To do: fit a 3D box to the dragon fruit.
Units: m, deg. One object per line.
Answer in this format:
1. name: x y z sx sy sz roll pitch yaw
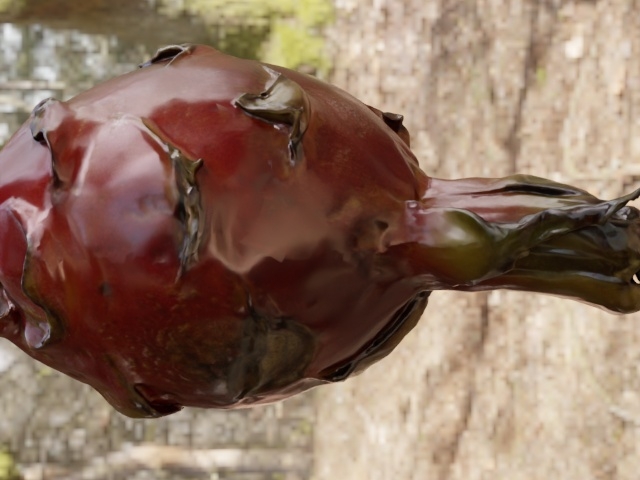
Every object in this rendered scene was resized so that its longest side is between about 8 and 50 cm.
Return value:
1. dragon fruit: 0.000 0.000 0.492 0.125 0.246 0.125 -64 -33 -51
